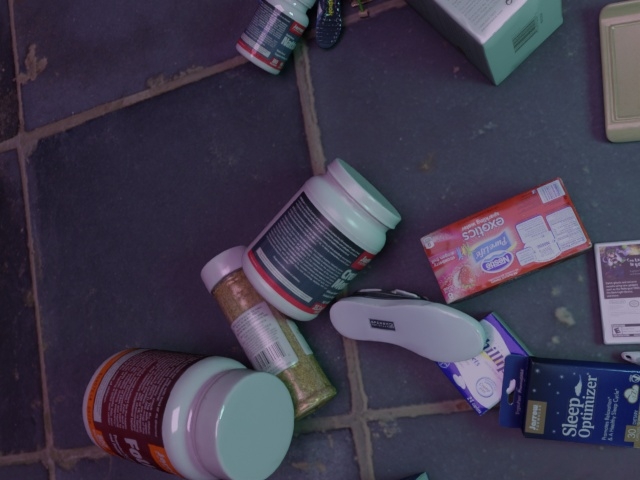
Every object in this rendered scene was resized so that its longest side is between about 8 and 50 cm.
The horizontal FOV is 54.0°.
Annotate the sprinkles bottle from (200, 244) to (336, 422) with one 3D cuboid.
[{"bbox_3d":[-0.107,0.184,1.254,0.121,0.121,0.355,-37,73,15],"label":"sprinkles bottle"}]

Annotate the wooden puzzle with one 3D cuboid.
[{"bbox_3d":[0.594,-0.292,1.059,0.220,0.044,0.239,-3,88,22],"label":"wooden puzzle"}]

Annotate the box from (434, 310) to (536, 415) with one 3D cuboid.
[{"bbox_3d":[0.295,0.215,1.114,0.137,0.072,0.126,-43,72,13],"label":"box"}]

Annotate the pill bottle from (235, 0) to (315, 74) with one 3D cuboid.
[{"bbox_3d":[-0.087,-0.448,1.300,0.108,0.108,0.180,41,109,20],"label":"pill bottle"}]

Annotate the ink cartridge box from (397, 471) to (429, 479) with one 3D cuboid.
[{"bbox_3d":[0.094,0.542,1.113,0.232,0.168,0.171,-25,76,18],"label":"ink cartridge box"}]

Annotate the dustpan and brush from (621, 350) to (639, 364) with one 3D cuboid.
[{"bbox_3d":[0.593,0.195,0.991,0.211,0.060,0.147,9,116,46],"label":"dustpan and brush"}]

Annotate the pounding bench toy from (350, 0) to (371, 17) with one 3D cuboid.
[{"bbox_3d":[0.077,-0.503,1.273,0.052,0.065,0.083,-11,81,21],"label":"pounding bench toy"}]

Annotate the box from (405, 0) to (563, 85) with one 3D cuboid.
[{"bbox_3d":[0.245,-0.477,1.122,0.168,0.215,0.345,-45,72,12],"label":"box"}]

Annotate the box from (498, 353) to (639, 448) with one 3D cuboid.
[{"bbox_3d":[0.415,0.263,1.033,0.225,0.036,0.137,3,102,8],"label":"box"}]

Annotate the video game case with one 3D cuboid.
[{"bbox_3d":[0.565,0.083,1.044,0.190,0.022,0.173,-6,83,22],"label":"video game case"}]

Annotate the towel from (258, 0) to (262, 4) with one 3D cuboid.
[{"bbox_3d":[-0.074,-0.517,1.355,0.119,0.029,0.067,-23,78,19],"label":"towel"}]

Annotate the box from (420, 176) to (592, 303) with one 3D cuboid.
[{"bbox_3d":[0.322,0.007,1.094,0.256,0.122,0.128,-25,76,18],"label":"box"}]

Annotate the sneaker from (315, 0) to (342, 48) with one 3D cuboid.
[{"bbox_3d":[0.017,-0.473,1.305,0.053,0.059,0.144,5,103,-9],"label":"sneaker"}]

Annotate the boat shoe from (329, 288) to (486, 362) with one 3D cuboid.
[{"bbox_3d":[0.164,0.140,1.139,0.301,0.102,0.108,2,113,38],"label":"boat shoe"}]

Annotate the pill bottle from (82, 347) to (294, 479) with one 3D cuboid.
[{"bbox_3d":[-0.254,0.327,1.191,0.392,0.224,0.224,-4,83,40],"label":"pill bottle"}]

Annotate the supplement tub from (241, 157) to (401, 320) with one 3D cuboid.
[{"bbox_3d":[0.000,0.000,1.189,0.272,0.191,0.191,-47,71,12],"label":"supplement tub"}]
